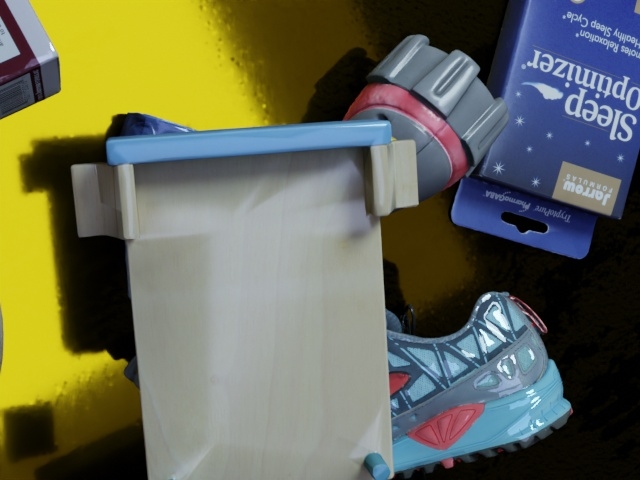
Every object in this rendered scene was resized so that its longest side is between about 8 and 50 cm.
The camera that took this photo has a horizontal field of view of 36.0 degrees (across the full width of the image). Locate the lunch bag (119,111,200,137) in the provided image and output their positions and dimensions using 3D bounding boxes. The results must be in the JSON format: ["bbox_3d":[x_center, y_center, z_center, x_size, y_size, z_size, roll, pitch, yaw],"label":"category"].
[{"bbox_3d":[-0.089,-0.040,0.650,0.098,0.067,0.065,17,92,-20],"label":"lunch bag"}]

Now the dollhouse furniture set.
[{"bbox_3d":[-0.092,0.082,0.565,0.303,0.198,0.287,-7,99,-10],"label":"dollhouse furniture set"}]

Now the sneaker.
[{"bbox_3d":[0.031,0.104,0.684,0.261,0.104,0.125,-16,81,4],"label":"sneaker"}]

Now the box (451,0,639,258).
[{"bbox_3d":[0.192,-0.105,0.768,0.136,0.036,0.225,14,92,-22],"label":"box"}]

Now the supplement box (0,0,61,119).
[{"bbox_3d":[-0.284,-0.098,0.552,0.239,0.073,0.130,-28,89,-16],"label":"supplement box"}]

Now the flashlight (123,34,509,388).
[{"bbox_3d":[0.000,0.000,0.663,0.304,0.103,0.103,-49,148,-14],"label":"flashlight"}]

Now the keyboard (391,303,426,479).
[{"bbox_3d":[0.036,0.116,0.740,0.100,0.038,0.192,-15,103,5],"label":"keyboard"}]
